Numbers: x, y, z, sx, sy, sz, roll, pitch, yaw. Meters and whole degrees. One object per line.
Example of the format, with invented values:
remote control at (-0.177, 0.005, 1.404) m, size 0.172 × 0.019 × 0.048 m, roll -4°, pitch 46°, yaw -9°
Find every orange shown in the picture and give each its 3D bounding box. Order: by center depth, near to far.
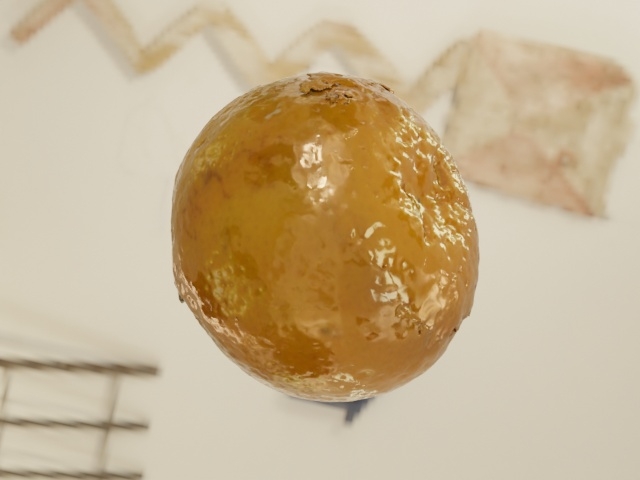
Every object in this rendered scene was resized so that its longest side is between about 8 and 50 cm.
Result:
orange at (0.002, -0.002, 1.129) m, size 0.219 × 0.193 × 0.219 m, roll -4°, pitch 90°, yaw -67°
